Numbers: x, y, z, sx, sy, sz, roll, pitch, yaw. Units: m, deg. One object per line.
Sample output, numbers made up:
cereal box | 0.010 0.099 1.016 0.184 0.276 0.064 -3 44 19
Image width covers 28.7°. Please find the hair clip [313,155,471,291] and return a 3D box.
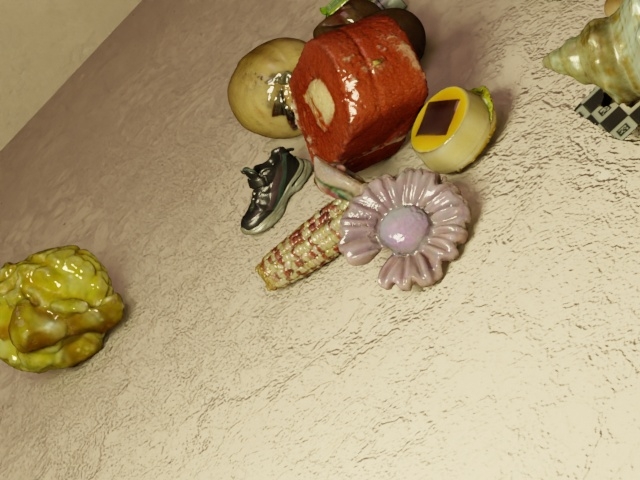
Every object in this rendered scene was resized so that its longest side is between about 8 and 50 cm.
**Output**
hair clip | 0.074 -0.048 1.694 0.173 0.069 0.300 -48 45 -6

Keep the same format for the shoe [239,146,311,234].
shoe | -0.095 -0.092 2.081 0.169 0.099 0.071 -53 29 -13

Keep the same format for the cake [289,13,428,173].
cake | 0.046 -0.216 1.856 0.150 0.177 0.283 -26 -15 -17

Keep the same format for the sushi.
sushi | 0.419 -0.207 1.547 0.201 0.031 0.139 -47 26 6

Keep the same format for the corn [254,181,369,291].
corn | 0.000 0.000 1.837 0.237 0.079 0.079 -37 27 23

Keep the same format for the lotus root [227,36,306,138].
lotus root | -0.085 -0.274 2.264 0.183 0.183 0.310 -51 20 -10

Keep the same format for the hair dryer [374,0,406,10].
hair dryer | 0.125 -0.397 2.257 0.082 0.047 0.137 -42 33 11

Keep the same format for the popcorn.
popcorn | -0.468 0.127 2.229 0.251 0.206 0.237 6 38 38

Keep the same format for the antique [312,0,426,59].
antique | 0.086 -0.347 2.151 0.143 0.121 0.257 -45 27 -2

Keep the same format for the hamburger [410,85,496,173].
hamburger | 0.193 -0.159 1.765 0.126 0.081 0.141 -20 49 47

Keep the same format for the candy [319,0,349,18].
candy | 0.077 -0.487 2.465 0.178 0.032 0.102 -39 30 13

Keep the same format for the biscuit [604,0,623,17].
biscuit | 0.526 -0.384 1.626 0.217 0.044 0.325 -55 27 -14

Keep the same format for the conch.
conch | 0.439 -0.196 1.378 0.386 0.170 0.203 12 24 17
